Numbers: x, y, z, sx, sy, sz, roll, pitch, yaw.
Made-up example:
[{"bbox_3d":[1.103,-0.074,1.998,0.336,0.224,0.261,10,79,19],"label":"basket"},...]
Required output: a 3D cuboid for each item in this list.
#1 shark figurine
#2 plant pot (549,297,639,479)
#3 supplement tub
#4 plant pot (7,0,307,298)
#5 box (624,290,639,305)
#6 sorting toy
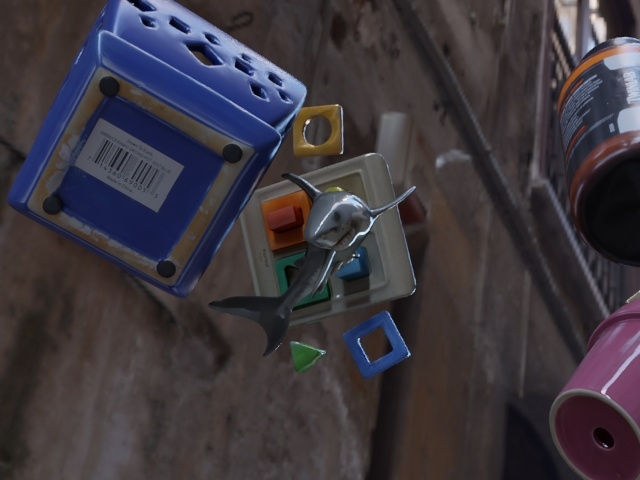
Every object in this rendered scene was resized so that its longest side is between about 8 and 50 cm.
[{"bbox_3d":[-0.015,-0.007,1.198,0.116,0.166,0.278,45,-32,6],"label":"shark figurine"},{"bbox_3d":[0.364,0.185,1.349,0.201,0.180,0.201,28,-48,37],"label":"plant pot"},{"bbox_3d":[0.225,-0.075,0.852,0.106,0.198,0.106,3,-55,4],"label":"supplement tub"},{"bbox_3d":[-0.169,-0.095,1.201,0.236,0.212,0.236,30,-70,-9],"label":"plant pot"},{"bbox_3d":[0.504,0.101,1.454,0.201,0.164,0.021,45,-22,30],"label":"box"},{"bbox_3d":[0.000,0.000,1.428,0.196,0.347,0.047,-16,-13,16],"label":"sorting toy"}]
